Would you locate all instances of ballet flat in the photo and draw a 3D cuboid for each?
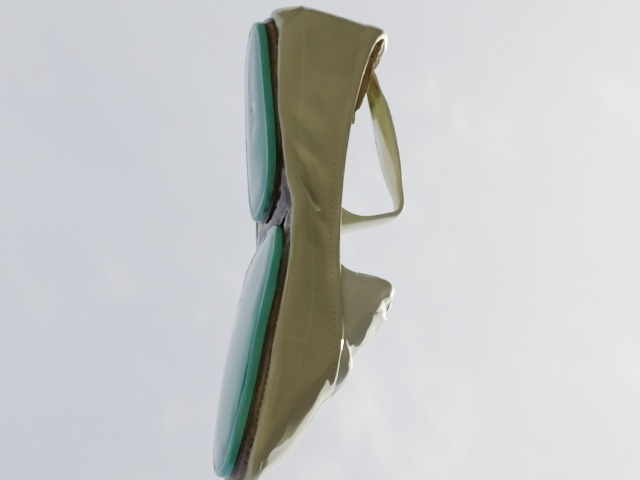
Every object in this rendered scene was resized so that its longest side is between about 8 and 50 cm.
[{"bbox_3d":[0.000,0.000,0.753,0.086,0.086,0.248,13,-114,-21],"label":"ballet flat"}]
